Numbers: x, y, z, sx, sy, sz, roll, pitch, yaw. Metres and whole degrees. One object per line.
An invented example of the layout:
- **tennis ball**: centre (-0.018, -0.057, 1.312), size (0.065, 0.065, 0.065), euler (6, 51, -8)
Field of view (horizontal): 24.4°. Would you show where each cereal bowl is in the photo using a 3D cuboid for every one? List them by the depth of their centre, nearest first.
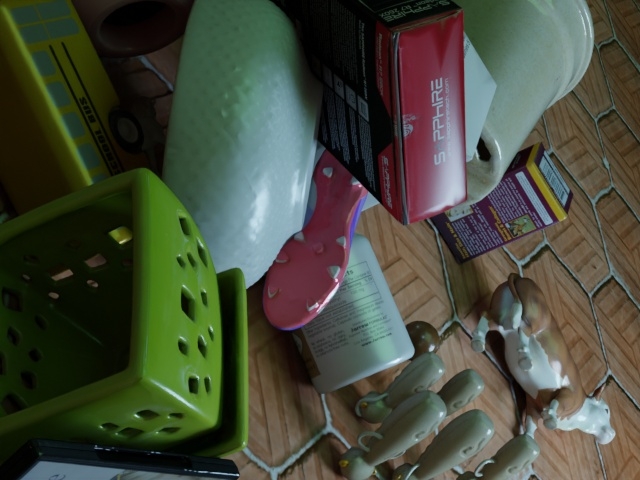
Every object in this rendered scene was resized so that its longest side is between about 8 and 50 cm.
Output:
- **cereal bowl**: centre (-0.077, -0.096, 1.573), size (0.339, 0.141, 0.338), euler (9, 90, -89)

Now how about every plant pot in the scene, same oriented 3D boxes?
- **plant pot**: centre (-0.190, 0.102, 1.365), size (0.207, 0.228, 0.227), euler (41, 36, -45)
- **plant pot**: centre (0.197, -0.225, 2.139), size (0.334, 0.334, 0.305), euler (50, 44, -25)

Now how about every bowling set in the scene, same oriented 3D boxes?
- **bowling set**: centre (0.128, 0.220, 1.887), size (0.287, 0.154, 0.199), euler (30, 27, -43)

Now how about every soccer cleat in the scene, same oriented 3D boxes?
- **soccer cleat**: centre (0.000, 0.000, 1.689), size (0.095, 0.083, 0.248), euler (95, 13, -66)

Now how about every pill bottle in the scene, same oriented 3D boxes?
- **pill bottle**: centre (0.013, 0.059, 1.793), size (0.131, 0.131, 0.229), euler (-14, 80, -59)

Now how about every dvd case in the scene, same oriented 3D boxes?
- **dvd case**: centre (-0.209, 0.238, 1.276), size (0.253, 0.180, 0.022), euler (18, 37, -52)

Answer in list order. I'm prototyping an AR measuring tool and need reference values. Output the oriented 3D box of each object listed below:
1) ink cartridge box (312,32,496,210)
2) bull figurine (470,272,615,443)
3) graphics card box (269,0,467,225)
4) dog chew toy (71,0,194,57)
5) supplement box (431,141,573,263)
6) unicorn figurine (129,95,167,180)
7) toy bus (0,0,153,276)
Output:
- **ink cartridge box**: centre (0.071, -0.141, 1.885), size (0.114, 0.273, 0.198), euler (53, 33, -21)
- **bull figurine**: centre (0.335, 0.202, 2.226), size (0.310, 0.101, 0.188), euler (59, 33, -11)
- **graphics card box**: centre (0.033, -0.207, 1.621), size (0.371, 0.094, 0.232), euler (46, -30, 49)
- **dog chew toy**: centre (-0.243, -0.368, 1.644), size (0.207, 0.207, 0.331), euler (17, 47, -52)
- **supplement box**: centre (0.269, -0.056, 2.217), size (0.104, 0.188, 0.081), euler (56, 31, -16)
- **unicorn figurine**: centre (-0.204, -0.107, 1.638), size (0.162, 0.060, 0.111), euler (-12, 68, -53)
- **toy bus**: centre (-0.283, -0.141, 1.498), size (0.130, 0.108, 0.332), euler (-31, 96, -57)
